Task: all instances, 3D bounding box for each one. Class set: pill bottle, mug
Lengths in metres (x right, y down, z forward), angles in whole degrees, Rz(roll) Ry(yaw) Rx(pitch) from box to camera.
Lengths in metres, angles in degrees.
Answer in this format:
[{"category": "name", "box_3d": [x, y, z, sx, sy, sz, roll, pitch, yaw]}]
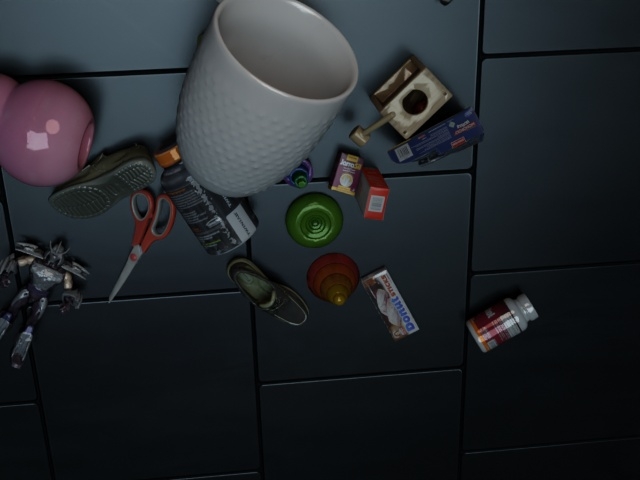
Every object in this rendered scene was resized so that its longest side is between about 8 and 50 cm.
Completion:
[{"category": "pill bottle", "box_3d": [0.421, 0.187, 2.038, 0.152, 0.086, 0.086, -31, 113, 6]}, {"category": "pill bottle", "box_3d": [-0.241, -0.100, 1.808, 0.130, 0.130, 0.245, -29, 114, 6]}, {"category": "mug", "box_3d": [-0.094, -0.260, 1.656, 0.276, 0.374, 0.328, 48, 135, 12]}]

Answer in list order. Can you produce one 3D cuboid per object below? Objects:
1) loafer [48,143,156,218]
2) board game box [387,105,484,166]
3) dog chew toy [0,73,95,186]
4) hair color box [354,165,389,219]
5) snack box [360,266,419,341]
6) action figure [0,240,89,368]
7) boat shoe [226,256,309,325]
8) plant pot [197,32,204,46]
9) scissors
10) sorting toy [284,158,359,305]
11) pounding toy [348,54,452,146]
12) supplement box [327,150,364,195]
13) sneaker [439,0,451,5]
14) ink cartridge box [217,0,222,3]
[{"category": "loafer", "box_3d": [-0.443, -0.122, 1.807, 0.251, 0.087, 0.094, -20, 134, 16]}, {"category": "board game box", "box_3d": [0.258, -0.205, 1.808, 0.194, 0.194, 0.060, -27, 86, 23]}, {"category": "dog chew toy", "box_3d": [-0.609, -0.226, 1.680, 0.332, 0.206, 0.206, 15, 111, -4]}, {"category": "hair color box", "box_3d": [0.106, -0.101, 1.844, 0.043, 0.141, 0.072, 7, 112, -10]}, {"category": "snack box", "box_3d": [0.160, 0.147, 2.022, 0.064, 0.022, 0.178, -28, 113, 4]}, {"category": "action figure", "box_3d": [-0.610, 0.122, 1.878, 0.185, 0.099, 0.285, 29, 103, -8]}, {"category": "boat shoe", "box_3d": [-0.116, 0.126, 1.951, 0.223, 0.073, 0.080, 40, 103, -20]}, {"category": "plant pot", "box_3d": [-0.198, -0.382, 1.726, 0.079, 0.083, 0.083, -6, 114, 8]}, {"category": "scissors", "box_3d": [-0.384, 0.026, 1.882, 0.109, 0.021, 0.297, 23, 110, 11]}, {"category": "sorting toy", "box_3d": [0.000, 0.000, 1.884, 0.127, 0.126, 0.365, -18, 115, 1]}, {"category": "pounding toy", "box_3d": [0.159, -0.251, 1.765, 0.206, 0.181, 0.094, -44, 111, 12]}, {"category": "supplement box", "box_3d": [0.054, -0.142, 1.864, 0.055, 0.043, 0.083, 14, 96, -12]}, {"category": "sneaker", "box_3d": [0.207, -0.514, 1.713, 0.229, 0.086, 0.132, -16, 116, -1]}, {"category": "ink cartridge box", "box_3d": [-0.113, -0.542, 1.690, 0.189, 0.066, 0.232, 41, 124, -21]}]
